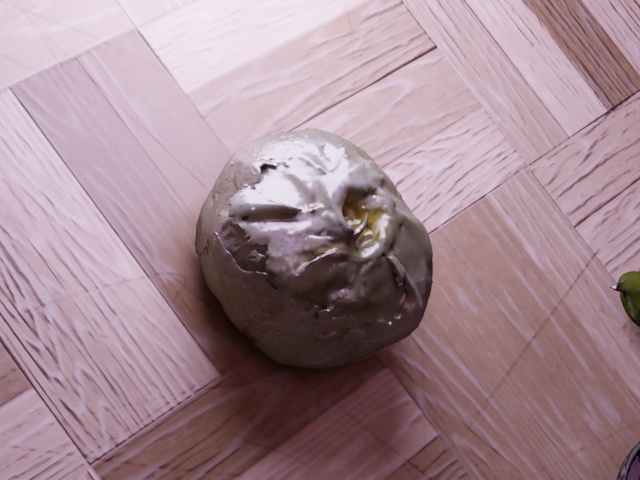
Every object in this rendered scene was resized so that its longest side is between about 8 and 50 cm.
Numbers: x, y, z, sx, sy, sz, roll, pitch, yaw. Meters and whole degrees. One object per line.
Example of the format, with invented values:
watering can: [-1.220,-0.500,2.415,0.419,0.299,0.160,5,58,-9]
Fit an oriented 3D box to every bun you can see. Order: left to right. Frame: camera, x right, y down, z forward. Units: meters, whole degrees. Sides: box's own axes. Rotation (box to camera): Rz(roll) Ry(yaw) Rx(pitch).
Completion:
bun: [0.000,0.000,1.678,0.239,0.141,0.239,14,60,-26]

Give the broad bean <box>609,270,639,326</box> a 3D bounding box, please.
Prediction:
broad bean: [0.435,0.126,1.945,0.318,0.056,0.098,30,45,-22]

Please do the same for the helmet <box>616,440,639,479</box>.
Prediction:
helmet: [0.362,0.256,1.791,0.177,0.107,0.153,-35,88,-22]
